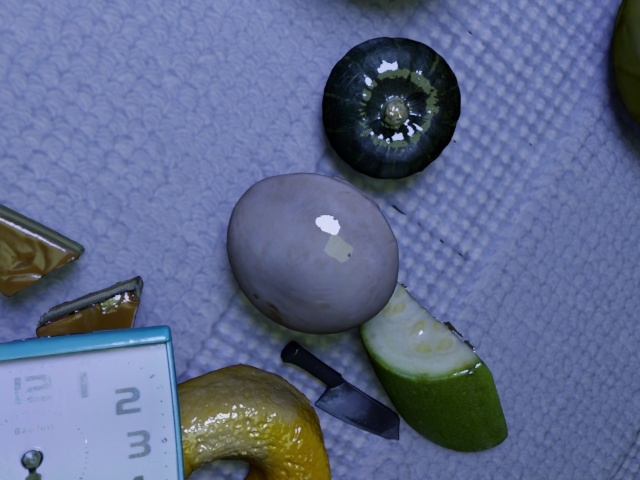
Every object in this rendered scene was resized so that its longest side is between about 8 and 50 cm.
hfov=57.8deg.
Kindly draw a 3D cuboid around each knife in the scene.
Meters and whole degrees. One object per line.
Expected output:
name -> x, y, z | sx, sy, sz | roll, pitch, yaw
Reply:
knife -> 0.031, 0.215, 0.788 | 0.230, 0.028, 0.060 | 38, 98, -22

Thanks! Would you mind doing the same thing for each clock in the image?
clock -> -0.268, 0.209, 0.556 | 0.262, 0.116, 0.231 | -5, 83, -16

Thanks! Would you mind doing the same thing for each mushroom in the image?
mushroom -> 0.000, 0.000, 0.675 | 0.204, 0.204, 0.204 | -3, 99, -17

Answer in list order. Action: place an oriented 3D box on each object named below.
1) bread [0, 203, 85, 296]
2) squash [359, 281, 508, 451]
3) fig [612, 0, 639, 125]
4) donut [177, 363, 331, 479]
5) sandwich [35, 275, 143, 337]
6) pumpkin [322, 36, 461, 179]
bread -> -0.328, -0.023, 0.611 | 0.084, 0.074, 0.139 | -32, 104, -10
squash -> 0.147, 0.199, 0.815 | 0.111, 0.203, 0.289 | -40, 143, -8
fig -> 0.553, -0.259, 0.706 | 0.343, 0.343, 0.343 | -3, 99, -17
donut -> -0.124, 0.305, 0.707 | 0.303, 0.110, 0.303 | -2, 98, -17
sandwich -> -0.230, 0.137, 0.661 | 0.113, 0.079, 0.163 | -22, 103, -12
pumpkin -> 0.085, -0.155, 0.691 | 0.167, 0.125, 0.167 | -8, 108, -24
